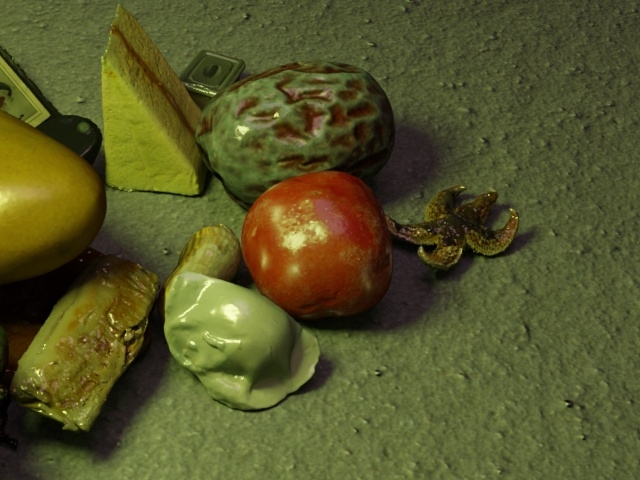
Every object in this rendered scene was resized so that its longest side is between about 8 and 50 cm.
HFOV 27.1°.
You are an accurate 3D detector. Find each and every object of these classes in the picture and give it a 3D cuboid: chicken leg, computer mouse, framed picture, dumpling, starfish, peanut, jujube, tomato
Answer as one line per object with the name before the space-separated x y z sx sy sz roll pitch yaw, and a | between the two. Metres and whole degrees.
chicken leg | -0.411 0.234 1.681 0.036 0.021 0.083 -6 42 -31
computer mouse | -0.433 -0.114 2.030 0.217 0.073 0.122 -27 56 -15
framed picture | -0.536 -0.229 2.115 0.199 0.010 0.195 50 44 -8
dumpling | -0.117 0.140 1.780 0.229 0.124 0.151 32 79 -5
starfish | 0.196 -0.020 2.065 0.216 0.071 0.238 11 30 11
peanut | -0.169 0.051 1.890 0.087 0.087 0.206 16 41 8
jujube | -0.045 -0.167 2.065 0.308 0.215 0.246 -25 48 -35
tomato | -0.004 0.000 1.904 0.232 0.188 0.232 5 38 -4

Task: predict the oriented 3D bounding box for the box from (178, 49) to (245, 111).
box | -0.189 -0.266 2.272 0.089 0.062 0.122 17 40 9

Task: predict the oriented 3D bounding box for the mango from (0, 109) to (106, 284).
mango | -0.481 -0.060 1.795 0.446 0.232 0.300 14 32 32

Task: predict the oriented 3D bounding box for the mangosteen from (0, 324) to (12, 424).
mangosteen | -0.543 0.121 1.564 0.330 0.330 0.330 5 41 -5

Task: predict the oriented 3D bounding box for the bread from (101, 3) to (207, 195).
bread | -0.248 -0.213 2.049 0.163 0.264 0.167 6 46 -2

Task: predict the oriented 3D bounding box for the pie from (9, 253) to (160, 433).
pie | -0.301 0.132 1.717 0.129 0.068 0.282 26 42 -3

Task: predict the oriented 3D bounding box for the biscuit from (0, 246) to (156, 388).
biscuit | -0.360 0.110 1.813 0.257 0.049 0.273 25 44 13
